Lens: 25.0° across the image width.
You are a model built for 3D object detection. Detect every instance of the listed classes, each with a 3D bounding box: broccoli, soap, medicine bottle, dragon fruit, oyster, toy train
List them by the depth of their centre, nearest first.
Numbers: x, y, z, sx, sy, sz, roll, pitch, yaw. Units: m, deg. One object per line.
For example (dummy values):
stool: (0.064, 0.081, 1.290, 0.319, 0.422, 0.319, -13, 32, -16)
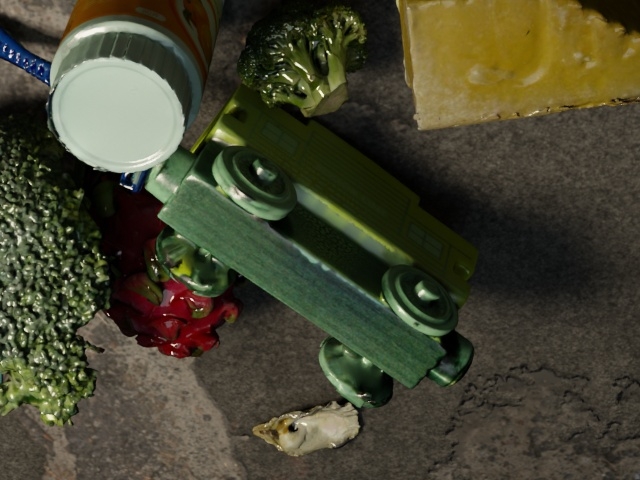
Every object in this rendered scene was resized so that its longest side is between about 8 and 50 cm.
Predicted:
medicine bottle: (-0.192, -0.217, 1.544, 0.158, 0.318, 0.158, 2, 129, 3)
soap: (0.247, -0.294, 1.553, 0.339, 0.169, 0.304, -8, 128, 0)
broccoli: (-0.015, -0.214, 1.657, 0.162, 0.138, 0.146, -38, 156, 15)
toy train: (0.000, 0.000, 1.716, 0.442, 0.272, 0.179, 35, 122, -8)
broccoli: (-0.402, 0.015, 1.769, 0.275, 0.397, 0.353, 14, 90, -17)
dragon fruit: (-0.219, 0.025, 1.822, 0.273, 0.218, 0.198, 29, 87, 3)
oyster: (-0.010, 0.273, 2.085, 0.122, 0.045, 0.146, 37, 114, -19)

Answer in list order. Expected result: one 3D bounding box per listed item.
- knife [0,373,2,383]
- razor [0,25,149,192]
knife: (-0.465, 0.186, 2.073, 0.014, 0.005, 0.091, 8, 128, 0)
razor: (-0.298, -0.178, 1.667, 0.324, 0.056, 0.093, 35, 116, 24)
